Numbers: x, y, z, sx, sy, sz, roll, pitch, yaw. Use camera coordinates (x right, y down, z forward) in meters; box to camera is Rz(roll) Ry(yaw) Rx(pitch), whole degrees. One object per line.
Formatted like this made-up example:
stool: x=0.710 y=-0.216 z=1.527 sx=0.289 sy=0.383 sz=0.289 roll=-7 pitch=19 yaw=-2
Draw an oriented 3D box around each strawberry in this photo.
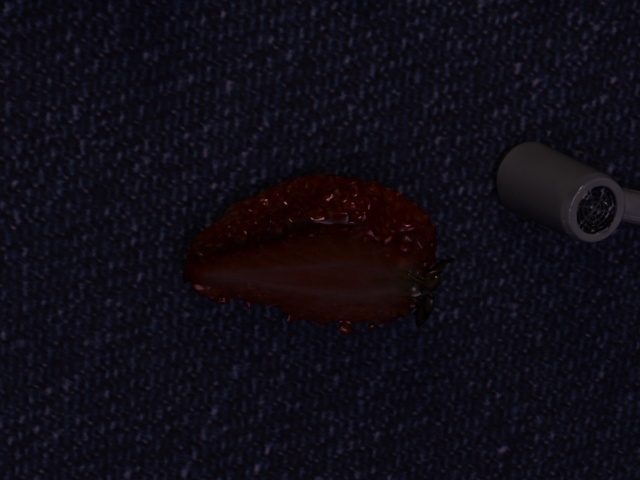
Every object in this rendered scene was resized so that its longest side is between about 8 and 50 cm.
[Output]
strawberry: x=0.002 y=-0.004 z=1.748 sx=0.236 sy=0.106 sz=0.175 roll=19 pitch=138 yaw=-17

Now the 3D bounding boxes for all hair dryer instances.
hair dryer: x=0.299 y=-0.028 z=1.803 sx=0.236 sy=0.131 sz=0.073 roll=13 pitch=100 yaw=-30
